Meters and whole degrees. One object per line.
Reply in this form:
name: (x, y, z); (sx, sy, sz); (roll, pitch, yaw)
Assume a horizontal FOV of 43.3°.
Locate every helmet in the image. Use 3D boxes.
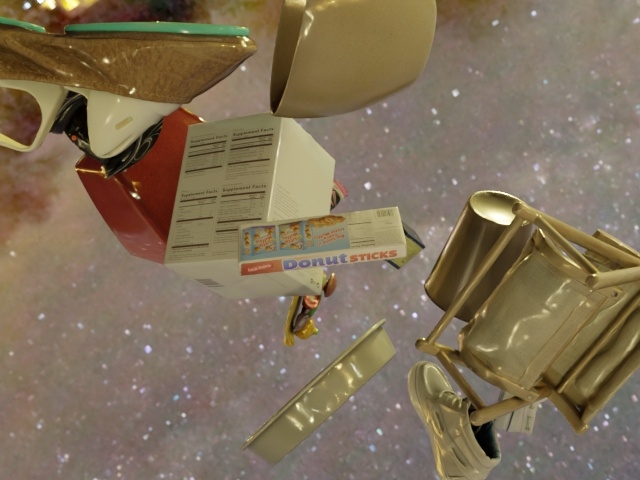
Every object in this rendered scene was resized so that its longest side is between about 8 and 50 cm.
helmet: (-0.319, -0.185, 1.216); (0.169, 0.169, 0.161); (-31, -158, 11)

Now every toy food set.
toy food set: (-0.014, 0.114, 1.601); (0.128, 0.071, 0.217); (-58, 166, -74)

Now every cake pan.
cake pan: (0.006, 0.234, 1.214); (0.293, 0.054, 0.293); (-41, 172, -7)

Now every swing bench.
swing bench: (0.316, 0.115, 1.086); (0.253, 0.255, 0.165); (-58, -138, 23)

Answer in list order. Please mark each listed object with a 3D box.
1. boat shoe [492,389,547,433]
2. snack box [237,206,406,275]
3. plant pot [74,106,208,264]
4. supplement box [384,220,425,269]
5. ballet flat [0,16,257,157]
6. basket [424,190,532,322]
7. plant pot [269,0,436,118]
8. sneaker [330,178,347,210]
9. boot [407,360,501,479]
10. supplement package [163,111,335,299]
boat shoe: (0.338, 0.228, 1.302); (0.076, 0.226, 0.083); (13, -135, 8)
snack box: (0.000, 0.000, 0.871); (0.178, 0.022, 0.064); (-7, -137, 0)
plant pot: (-0.314, -0.127, 1.585); (0.267, 0.235, 0.267); (11, -120, 49)
supplement box: (0.173, 0.008, 1.807); (0.083, 0.083, 0.056); (-41, -131, 14)
ballet flat: (-0.229, -0.137, 0.696); (0.343, 0.124, 0.116); (4, -171, -5)
basket: (0.323, 0.029, 1.584); (0.204, 0.226, 0.154); (25, -144, 22)
plant pot: (0.049, -0.296, 1.120); (0.284, 0.191, 0.283); (-170, -90, -78)
sneaker: (-0.022, -0.132, 1.837); (0.077, 0.178, 0.072); (-54, -167, -12)
boot: (0.237, 0.293, 1.383); (0.123, 0.095, 0.258); (-56, -142, 38)
supplement package: (-0.115, -0.053, 1.392); (0.198, 0.199, 0.262); (-5, -113, 28)
